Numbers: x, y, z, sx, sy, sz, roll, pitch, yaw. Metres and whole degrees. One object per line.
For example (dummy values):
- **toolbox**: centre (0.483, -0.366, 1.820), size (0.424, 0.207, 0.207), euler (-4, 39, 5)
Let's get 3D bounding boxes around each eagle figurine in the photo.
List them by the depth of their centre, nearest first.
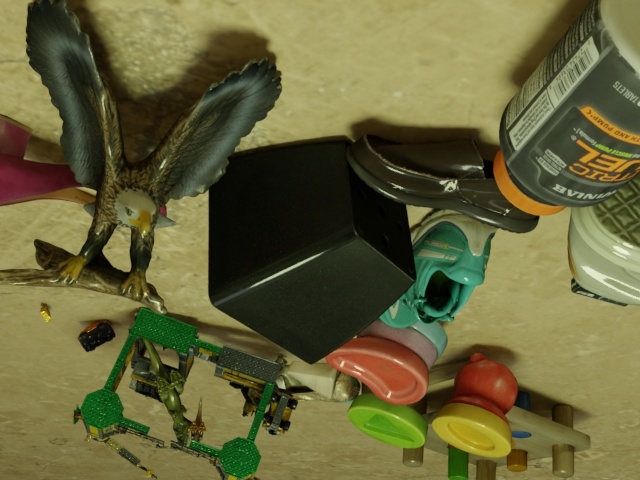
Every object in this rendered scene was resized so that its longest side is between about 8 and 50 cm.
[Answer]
- **eagle figurine**: centre (-0.185, -0.077, 0.959), size (0.225, 0.298, 0.226), euler (27, -160, 33)

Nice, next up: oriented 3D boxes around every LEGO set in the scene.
- **LEGO set**: centre (-0.212, 0.266, 1.527), size (0.331, 0.254, 0.192), euler (13, 152, -4)

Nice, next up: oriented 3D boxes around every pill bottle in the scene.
- **pill bottle**: centre (0.240, -0.112, 0.832), size (0.131, 0.130, 0.245), euler (13, 152, -11)

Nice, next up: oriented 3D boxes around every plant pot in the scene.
- **plant pot**: centre (0.000, 0.000, 1.059), size (0.167, 0.187, 0.188), euler (-24, 141, 26)

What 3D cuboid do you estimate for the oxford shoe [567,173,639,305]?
- **oxford shoe**: centre (0.467, 0.039, 1.032), size (0.449, 0.169, 0.130), euler (17, 148, -4)

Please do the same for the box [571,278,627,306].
- **box**: centre (0.376, 0.056, 1.234), size (0.083, 0.018, 0.067), euler (15, 151, -16)

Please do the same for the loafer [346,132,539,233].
- **loafer**: centre (0.135, -0.077, 0.999), size (0.220, 0.080, 0.078), euler (15, 118, -12)

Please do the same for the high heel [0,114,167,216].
- **high heel**: centre (-0.287, -0.043, 1.093), size (0.082, 0.117, 0.244), euler (-20, 142, 40)

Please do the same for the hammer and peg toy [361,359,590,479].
- **hammer and peg toy**: centre (0.254, 0.322, 1.643), size (0.361, 0.127, 0.266), euler (25, 147, -31)

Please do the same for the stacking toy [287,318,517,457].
- **stacking toy**: centre (0.132, 0.200, 1.468), size (0.309, 0.130, 0.280), euler (41, 148, -25)

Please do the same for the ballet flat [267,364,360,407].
- **ballet flat**: centre (-0.031, 0.243, 1.647), size (0.206, 0.073, 0.067), euler (-10, 121, 23)

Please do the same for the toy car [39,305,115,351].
- **toy car**: centre (-0.390, 0.128, 1.546), size (0.122, 0.060, 0.040), euler (44, -178, -26)

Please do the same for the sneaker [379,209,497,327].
- **sneaker**: centre (0.129, 0.054, 1.191), size (0.107, 0.110, 0.275), euler (13, 152, -11)
